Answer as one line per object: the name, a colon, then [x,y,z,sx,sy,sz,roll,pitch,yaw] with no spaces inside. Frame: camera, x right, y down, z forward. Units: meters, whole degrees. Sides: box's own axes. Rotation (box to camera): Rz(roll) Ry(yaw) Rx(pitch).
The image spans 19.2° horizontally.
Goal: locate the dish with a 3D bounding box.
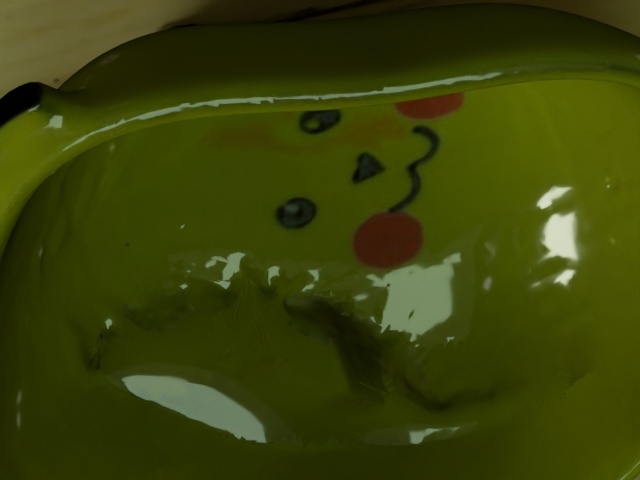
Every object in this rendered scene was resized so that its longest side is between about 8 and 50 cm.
dish: [0.000,0.000,0.615,0.262,0.108,0.221,1,130,-15]
